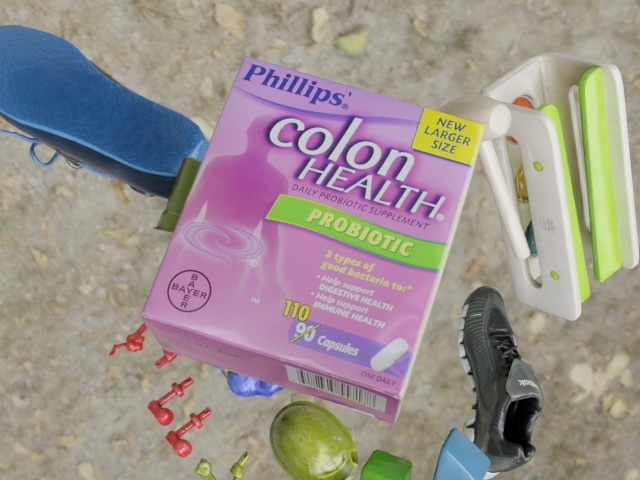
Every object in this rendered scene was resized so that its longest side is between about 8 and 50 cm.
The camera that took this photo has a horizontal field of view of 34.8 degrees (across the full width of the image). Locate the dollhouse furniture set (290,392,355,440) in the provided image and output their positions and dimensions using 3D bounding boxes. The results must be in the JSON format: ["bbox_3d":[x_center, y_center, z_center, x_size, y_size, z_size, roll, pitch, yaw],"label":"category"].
[{"bbox_3d":[-0.004,0.240,1.470,0.091,0.081,0.114,-11,125,-5],"label":"dollhouse furniture set"}]

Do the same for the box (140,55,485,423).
[{"bbox_3d":[0.000,0.000,0.858,0.117,0.213,0.243,86,23,-70],"label":"box"}]

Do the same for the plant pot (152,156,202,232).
[{"bbox_3d":[-0.121,-0.041,1.035,0.083,0.083,0.079,14,87,-41],"label":"plant pot"}]

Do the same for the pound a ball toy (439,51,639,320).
[{"bbox_3d":[0.226,-0.061,1.127,0.208,0.136,0.319,-36,127,-26],"label":"pound a ball toy"}]

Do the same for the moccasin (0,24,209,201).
[{"bbox_3d":[-0.272,-0.125,1.168,0.138,0.342,0.117,-48,158,-21],"label":"moccasin"}]

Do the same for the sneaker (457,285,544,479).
[{"bbox_3d":[0.222,0.166,1.223,0.078,0.106,0.234,11,71,-31],"label":"sneaker"}]

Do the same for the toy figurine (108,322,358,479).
[{"bbox_3d":[-0.123,0.154,1.218,0.191,0.362,0.217,-34,152,-13],"label":"toy figurine"}]

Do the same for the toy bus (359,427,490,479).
[{"bbox_3d":[0.076,0.236,0.593,0.104,0.191,0.202,-37,153,-61],"label":"toy bus"}]
